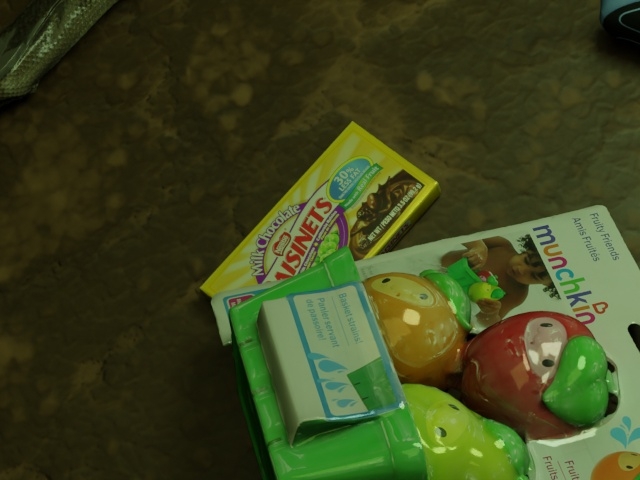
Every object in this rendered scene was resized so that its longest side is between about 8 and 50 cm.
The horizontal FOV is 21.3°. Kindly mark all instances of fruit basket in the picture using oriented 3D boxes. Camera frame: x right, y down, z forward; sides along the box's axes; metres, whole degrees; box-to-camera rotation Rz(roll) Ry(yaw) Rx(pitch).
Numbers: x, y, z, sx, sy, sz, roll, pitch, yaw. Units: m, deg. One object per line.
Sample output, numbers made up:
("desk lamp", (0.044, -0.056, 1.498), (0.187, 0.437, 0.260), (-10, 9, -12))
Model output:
("fruit basket", (0.112, 0.105, 1.323), (0.353, 0.165, 0.327), (-16, 45, -3))

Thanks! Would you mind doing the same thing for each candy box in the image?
("candy box", (0.000, 0.000, 1.486), (0.105, 0.027, 0.206), (37, 79, 25))

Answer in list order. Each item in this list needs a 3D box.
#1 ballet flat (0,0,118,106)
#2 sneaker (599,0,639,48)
("ballet flat", (-0.237, -0.216, 1.613), (0.084, 0.058, 0.250), (25, 68, 42))
("sneaker", (0.349, -0.163, 1.455), (0.232, 0.081, 0.090), (10, 63, 14))
